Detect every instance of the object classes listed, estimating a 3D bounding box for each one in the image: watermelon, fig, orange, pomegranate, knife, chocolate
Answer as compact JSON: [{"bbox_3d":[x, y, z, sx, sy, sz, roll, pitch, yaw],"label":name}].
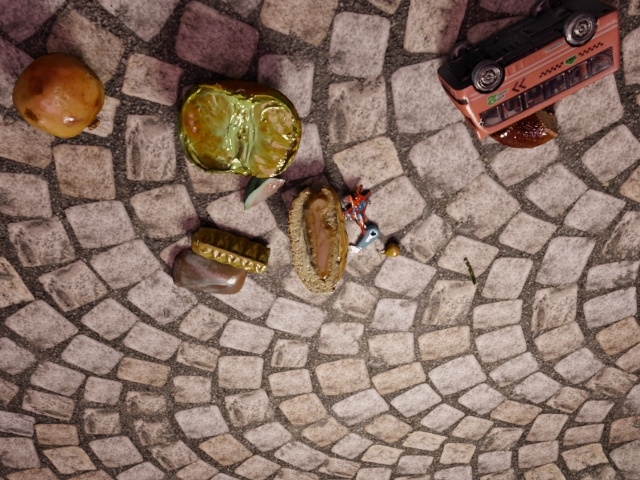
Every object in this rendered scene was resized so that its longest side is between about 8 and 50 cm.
[{"bbox_3d":[-0.188,-0.158,1.616,0.180,0.081,0.094,-29,140,33],"label":"watermelon"},{"bbox_3d":[0.236,0.036,1.798,0.083,0.050,0.050,-12,127,28],"label":"fig"},{"bbox_3d":[-0.225,-0.308,1.432,0.335,0.196,0.262,-1,110,-9],"label":"orange"},{"bbox_3d":[-0.667,-0.366,1.342,0.215,0.215,0.215,-2,124,-3],"label":"pomegranate"},{"bbox_3d":[0.113,0.033,1.798,0.058,0.032,0.244,31,121,-25],"label":"knife"},{"bbox_3d":[-0.382,0.122,1.779,0.254,0.080,0.156,11,123,-12],"label":"chocolate"}]

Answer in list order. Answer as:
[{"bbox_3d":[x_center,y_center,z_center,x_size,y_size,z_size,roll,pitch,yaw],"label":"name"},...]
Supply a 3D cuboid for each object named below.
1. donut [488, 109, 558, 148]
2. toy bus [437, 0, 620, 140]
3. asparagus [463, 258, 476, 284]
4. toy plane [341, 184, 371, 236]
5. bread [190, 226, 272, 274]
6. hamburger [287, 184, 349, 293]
[{"bbox_3d":[0.600,-0.330,1.534,0.187,0.126,0.144,23,127,-19],"label":"donut"},{"bbox_3d":[0.550,-0.465,1.388,0.427,0.203,0.233,-26,127,10],"label":"toy bus"},{"bbox_3d":[0.546,0.113,1.891,0.018,0.015,0.127,-24,123,10],"label":"asparagus"},{"bbox_3d":[0.123,-0.086,1.685,0.130,0.061,0.189,-40,141,-25],"label":"toy plane"},{"bbox_3d":[-0.298,0.032,1.720,0.270,0.087,0.098,19,121,-18],"label":"bread"},{"bbox_3d":[0.003,0.000,1.664,0.162,0.209,0.329,-8,89,11],"label":"hamburger"}]
